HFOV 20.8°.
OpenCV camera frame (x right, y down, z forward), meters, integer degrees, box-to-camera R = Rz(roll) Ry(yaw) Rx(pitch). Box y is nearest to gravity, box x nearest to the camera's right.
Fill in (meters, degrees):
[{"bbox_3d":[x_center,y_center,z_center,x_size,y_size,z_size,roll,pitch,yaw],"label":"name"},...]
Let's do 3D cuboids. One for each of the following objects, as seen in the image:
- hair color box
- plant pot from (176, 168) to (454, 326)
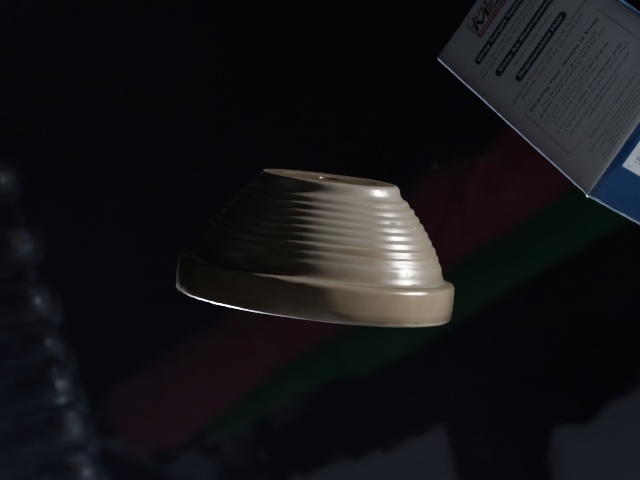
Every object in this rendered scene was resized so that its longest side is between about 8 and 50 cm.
[{"bbox_3d":[0.276,-0.174,1.828,0.105,0.347,0.174,26,-74,-34],"label":"hair color box"},{"bbox_3d":[0.000,0.000,1.473,0.237,0.109,0.237,6,5,-1],"label":"plant pot"}]
